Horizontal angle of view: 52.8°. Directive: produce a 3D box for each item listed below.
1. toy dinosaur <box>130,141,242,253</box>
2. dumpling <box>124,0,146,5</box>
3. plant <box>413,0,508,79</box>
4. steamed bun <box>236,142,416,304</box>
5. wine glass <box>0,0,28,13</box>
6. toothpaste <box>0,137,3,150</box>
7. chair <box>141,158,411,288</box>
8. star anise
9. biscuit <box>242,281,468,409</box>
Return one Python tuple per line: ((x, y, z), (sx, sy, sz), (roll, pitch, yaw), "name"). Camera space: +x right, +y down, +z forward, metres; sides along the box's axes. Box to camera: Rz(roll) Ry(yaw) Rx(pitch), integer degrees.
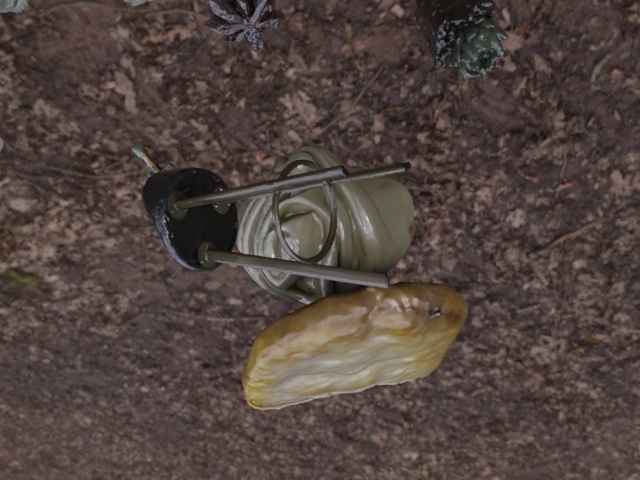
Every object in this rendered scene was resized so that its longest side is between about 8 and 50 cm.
((-0.156, -0.052, 0.765), (0.187, 0.044, 0.106), (45, 163, 32), "toy dinosaur")
((-0.151, -0.322, 0.710), (0.118, 0.136, 0.199), (44, 127, -17), "dumpling")
((0.268, -0.409, 1.243), (0.129, 0.194, 0.132), (-26, 152, -3), "plant")
((-0.005, 0.008, 1.212), (0.324, 0.219, 0.309), (28, 123, -8), "steamed bun")
((-0.612, -0.310, 0.919), (0.238, 0.322, 0.238), (23, 156, 11), "wine glass")
((-0.245, 0.082, 0.288), (0.100, 0.323, 0.066), (24, 166, -15), "toothpaste")
((-0.044, -0.016, 0.518), (0.222, 0.104, 0.095), (2, 95, 34), "chair")
((-0.166, -0.546, 1.535), (0.089, 0.209, 0.231), (68, 151, 22), "star anise")
((0.060, 0.193, 1.209), (0.430, 0.103, 0.446), (-9, 151, -9), "biscuit")
